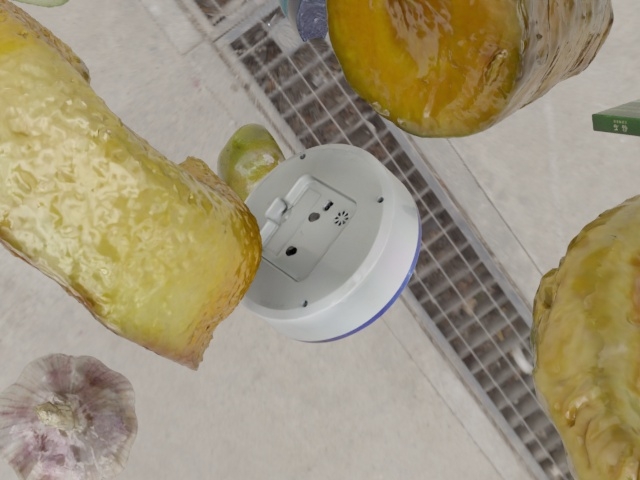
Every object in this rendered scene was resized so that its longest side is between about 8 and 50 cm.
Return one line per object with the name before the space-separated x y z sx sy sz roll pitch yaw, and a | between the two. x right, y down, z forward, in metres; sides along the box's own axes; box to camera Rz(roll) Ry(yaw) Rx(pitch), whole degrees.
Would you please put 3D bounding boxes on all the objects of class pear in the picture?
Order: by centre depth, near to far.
pear | -0.101 -0.096 1.454 0.104 0.141 0.141 -32 102 -7

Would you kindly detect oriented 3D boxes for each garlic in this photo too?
garlic | -0.422 0.291 1.605 0.245 0.253 0.245 2 70 -7

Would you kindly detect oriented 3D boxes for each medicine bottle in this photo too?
medicine bottle | 0.045 -0.394 1.538 0.258 0.124 0.079 -23 132 -26

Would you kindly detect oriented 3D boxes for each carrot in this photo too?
carrot | 0.133 -0.224 0.931 0.241 0.340 0.242 9 108 29

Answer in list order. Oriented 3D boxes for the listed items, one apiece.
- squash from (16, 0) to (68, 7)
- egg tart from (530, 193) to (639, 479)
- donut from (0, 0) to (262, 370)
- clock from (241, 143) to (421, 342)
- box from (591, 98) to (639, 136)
squash | -0.454 -0.390 1.373 0.219 0.219 0.041 13 82 -6
egg tart | 0.334 0.137 0.600 0.443 0.443 0.178 9 129 -5
donut | -0.221 -0.063 0.943 0.435 0.377 0.163 44 90 -17
clock | 0.000 0.000 1.147 0.230 0.230 0.083 -42 135 6
box | 0.577 -0.216 1.605 0.235 0.132 0.034 -19 109 -24
